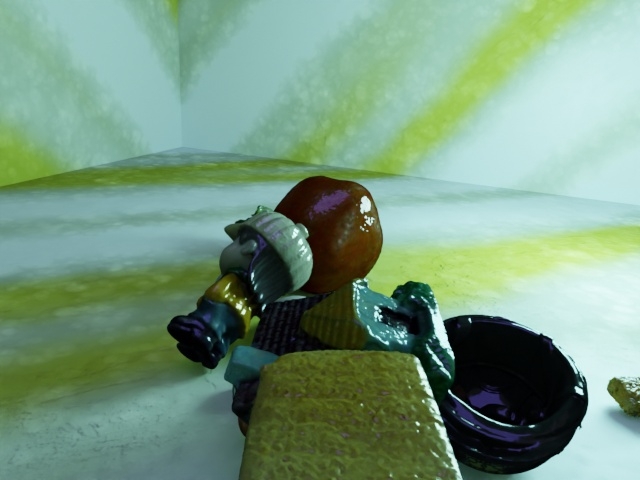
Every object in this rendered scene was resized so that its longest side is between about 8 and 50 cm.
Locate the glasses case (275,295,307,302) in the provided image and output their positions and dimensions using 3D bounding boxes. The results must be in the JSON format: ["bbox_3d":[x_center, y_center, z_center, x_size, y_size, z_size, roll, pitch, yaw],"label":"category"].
[{"bbox_3d":[0.015,0.181,0.987,0.297,0.075,0.113,18,28,39],"label":"glasses case"}]

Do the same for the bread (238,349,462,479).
[{"bbox_3d":[0.019,0.208,0.442,0.185,0.114,0.274,1,17,0],"label":"bread"}]

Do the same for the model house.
[{"bbox_3d":[0.011,0.152,0.719,0.249,0.229,0.280,24,20,-6],"label":"model house"}]

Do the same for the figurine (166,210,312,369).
[{"bbox_3d":[-0.133,0.089,0.978,0.205,0.185,0.332,9,49,9],"label":"figurine"}]

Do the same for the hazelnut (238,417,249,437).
[{"bbox_3d":[-0.076,0.261,0.742,0.086,0.086,0.086,3,20,-1],"label":"hazelnut"}]

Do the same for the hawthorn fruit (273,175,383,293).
[{"bbox_3d":[0.003,-0.015,1.235,0.311,0.294,0.295,-12,24,-44],"label":"hawthorn fruit"}]

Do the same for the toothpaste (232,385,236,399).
[{"bbox_3d":[-0.062,0.253,0.833,0.164,0.034,0.046,8,17,13],"label":"toothpaste"}]

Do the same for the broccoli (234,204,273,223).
[{"bbox_3d":[-0.175,-0.026,1.476,0.146,0.137,0.162,5,-22,26],"label":"broccoli"}]

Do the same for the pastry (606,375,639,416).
[{"bbox_3d":[0.574,0.266,0.871,0.140,0.056,0.080,1,31,-12],"label":"pastry"}]

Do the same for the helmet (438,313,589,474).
[{"bbox_3d":[0.247,0.240,0.737,0.231,0.160,0.279,13,35,16],"label":"helmet"}]
